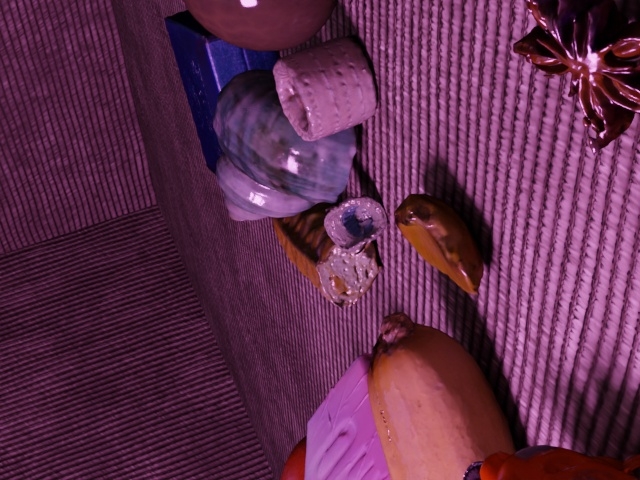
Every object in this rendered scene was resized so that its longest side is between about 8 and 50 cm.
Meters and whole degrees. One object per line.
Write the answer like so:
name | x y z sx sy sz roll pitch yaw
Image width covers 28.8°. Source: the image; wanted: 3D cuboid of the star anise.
star anise | 0.156 -0.135 0.785 0.191 0.070 0.097 41 157 28

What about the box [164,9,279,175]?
box | -0.129 -0.213 1.885 0.279 0.116 0.261 -141 35 -65

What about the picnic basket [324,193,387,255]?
picnic basket | 0.038 -0.021 1.494 0.065 0.083 0.083 58 -148 -4

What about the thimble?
thimble | 0.007 -0.170 1.386 0.115 0.090 0.102 -127 19 -52

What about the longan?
longan | -0.065 -0.297 1.289 0.212 0.198 0.198 66 172 -29

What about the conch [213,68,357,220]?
conch | -0.050 -0.115 1.567 0.277 0.195 0.220 -46 69 41

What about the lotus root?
lotus root | 0.135 0.216 1.285 0.146 0.131 0.303 -17 -90 -70

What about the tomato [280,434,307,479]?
tomato | 0.045 0.350 1.731 0.208 0.208 0.184 -158 74 -75

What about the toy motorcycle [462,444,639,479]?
toy motorcycle | 0.214 0.295 0.979 0.325 0.148 0.221 63 152 26

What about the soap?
soap | 0.074 0.306 1.437 0.193 0.109 0.324 -56 29 23

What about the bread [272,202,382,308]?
bread | 0.000 -0.001 1.674 0.269 0.087 0.098 -133 23 -65

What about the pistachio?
pistachio | 0.120 -0.007 1.215 0.089 0.049 0.173 52 176 -27
